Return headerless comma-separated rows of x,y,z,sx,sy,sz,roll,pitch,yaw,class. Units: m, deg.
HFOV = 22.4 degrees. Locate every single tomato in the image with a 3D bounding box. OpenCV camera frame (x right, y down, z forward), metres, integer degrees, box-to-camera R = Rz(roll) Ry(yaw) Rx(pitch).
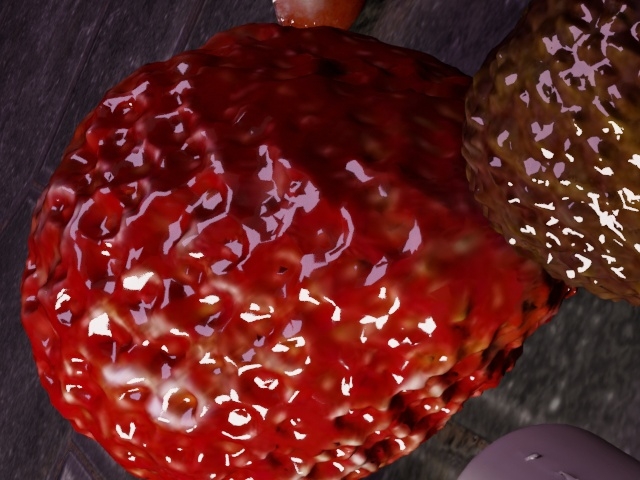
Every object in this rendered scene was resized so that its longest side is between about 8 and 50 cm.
0.001,-0.234,1.362,0.189,0.099,0.173,72,-172,-60,tomato

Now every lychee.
0.158,-0.057,0.684,0.194,0.194,0.194,-50,27,37,lychee

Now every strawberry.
-0.010,-0.005,0.903,0.291,0.292,0.310,-88,23,-43,strawberry

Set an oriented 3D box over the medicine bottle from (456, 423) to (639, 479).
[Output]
0.123,0.145,0.665,0.105,0.105,0.168,-66,21,2,medicine bottle
